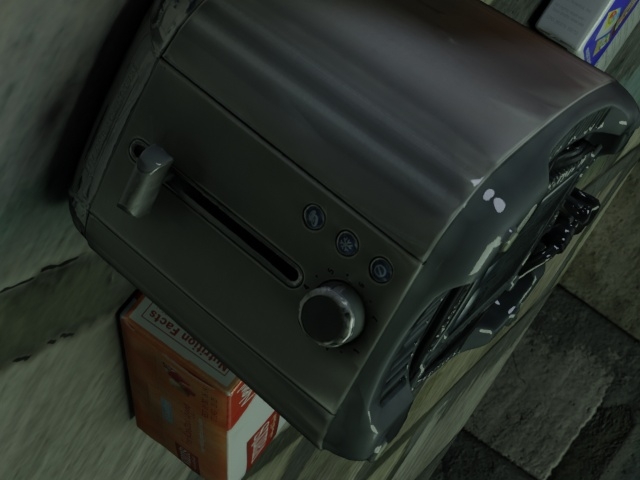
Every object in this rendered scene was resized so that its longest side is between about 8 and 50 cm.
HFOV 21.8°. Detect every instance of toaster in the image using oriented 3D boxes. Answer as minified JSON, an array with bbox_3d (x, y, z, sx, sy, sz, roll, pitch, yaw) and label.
[{"bbox_3d":[0.016,-0.031,0.602,0.227,0.146,0.129,-35,157,-58],"label":"toaster"}]

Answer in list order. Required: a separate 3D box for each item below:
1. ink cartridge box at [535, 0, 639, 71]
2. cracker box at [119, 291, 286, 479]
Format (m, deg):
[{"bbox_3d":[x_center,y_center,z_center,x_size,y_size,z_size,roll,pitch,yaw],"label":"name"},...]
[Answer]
[{"bbox_3d":[0.236,-0.212,1.237,0.208,0.045,0.206,-54,168,1],"label":"ink cartridge box"},{"bbox_3d":[0.000,0.000,0.825,0.232,0.067,0.156,-50,167,-21],"label":"cracker box"}]
